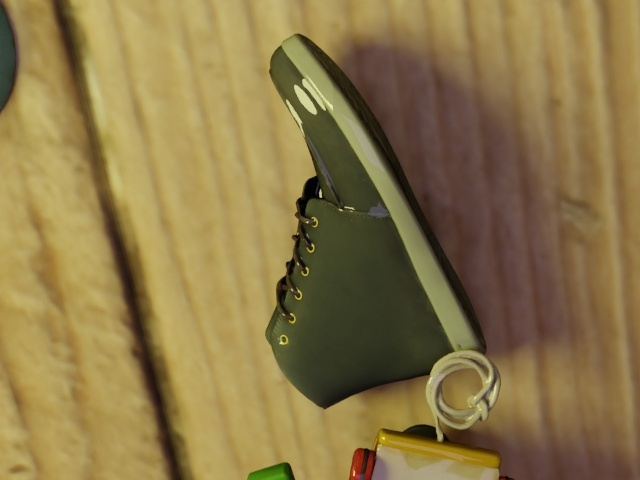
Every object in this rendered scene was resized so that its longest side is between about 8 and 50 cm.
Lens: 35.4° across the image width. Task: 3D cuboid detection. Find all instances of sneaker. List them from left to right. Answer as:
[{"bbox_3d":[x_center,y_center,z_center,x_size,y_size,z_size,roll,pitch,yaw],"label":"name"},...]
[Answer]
[{"bbox_3d":[0.000,0.000,0.581,0.118,0.083,0.222,-26,107,10],"label":"sneaker"}]

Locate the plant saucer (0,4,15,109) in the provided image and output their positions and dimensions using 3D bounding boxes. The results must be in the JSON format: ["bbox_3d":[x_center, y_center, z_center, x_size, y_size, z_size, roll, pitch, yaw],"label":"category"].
[{"bbox_3d":[-0.240,-0.111,0.584,0.119,0.021,0.119,1,109,2],"label":"plant saucer"}]

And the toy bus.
[{"bbox_3d":[0.055,0.186,0.629,0.202,0.104,0.191,-33,94,1],"label":"toy bus"}]
